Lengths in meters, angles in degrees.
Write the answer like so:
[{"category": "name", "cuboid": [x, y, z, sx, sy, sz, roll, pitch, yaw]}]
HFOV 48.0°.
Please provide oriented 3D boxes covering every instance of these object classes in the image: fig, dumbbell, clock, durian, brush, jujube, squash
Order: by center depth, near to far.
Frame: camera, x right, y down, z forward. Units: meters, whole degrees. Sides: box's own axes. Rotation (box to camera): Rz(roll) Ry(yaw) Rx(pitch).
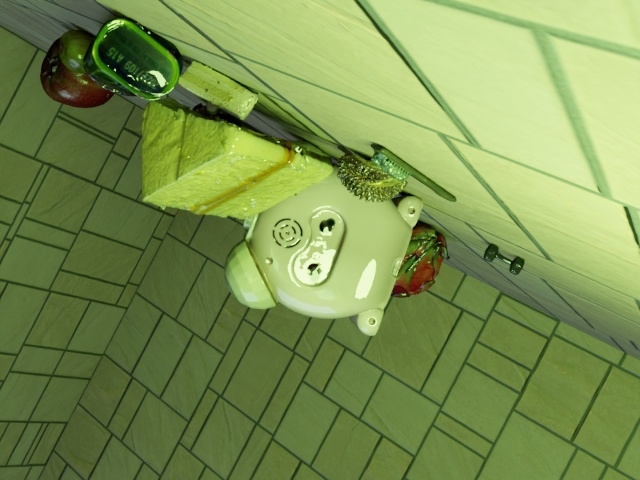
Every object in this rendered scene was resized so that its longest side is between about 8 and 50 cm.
[{"category": "brush", "cuboid": [0.138, -0.091, 1.071, 0.190, 0.028, 0.034, 26, -177, -41]}, {"category": "durian", "cuboid": [0.072, -0.105, 1.197, 0.140, 0.071, 0.110, 33, -178, 21]}, {"category": "clock", "cuboid": [0.000, 0.000, 1.415, 0.325, 0.342, 0.184, 20, 175, -1]}, {"category": "dumbbell", "cuboid": [0.381, 0.039, 1.494, 0.083, 0.040, 0.036, 28, 148, 13]}, {"category": "fig", "cuboid": [-0.491, -0.392, 1.567, 0.093, 0.093, 0.166, 28, -179, 43]}, {"category": "squash", "cuboid": [-0.238, -0.292, 1.586, 0.027, 0.027, 0.083, 28, 180, -7]}, {"category": "jujube", "cuboid": [-0.241, -0.259, 1.707, 0.166, 0.104, 0.104, 35, 177, -23]}]

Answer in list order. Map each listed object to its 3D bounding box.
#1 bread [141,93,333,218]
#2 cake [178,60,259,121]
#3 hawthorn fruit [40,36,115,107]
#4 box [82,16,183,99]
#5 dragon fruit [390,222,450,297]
[{"category": "bread", "cuboid": [-0.136, -0.165, 1.216, 0.236, 0.199, 0.263, -16, 165, 36]}, {"category": "cake", "cuboid": [-0.158, -0.235, 1.117, 0.121, 0.052, 0.065, 28, -175, -17]}, {"category": "hawthorn fruit", "cuboid": [-0.553, -0.388, 1.687, 0.169, 0.169, 0.188, 28, -168, 34]}, {"category": "box", "cuboid": [-0.326, -0.296, 1.210, 0.134, 0.097, 0.345, 25, -179, -24]}, {"category": "dragon fruit", "cuboid": [0.221, 0.025, 1.864, 0.233, 0.234, 0.293, 28, 150, 1]}]
